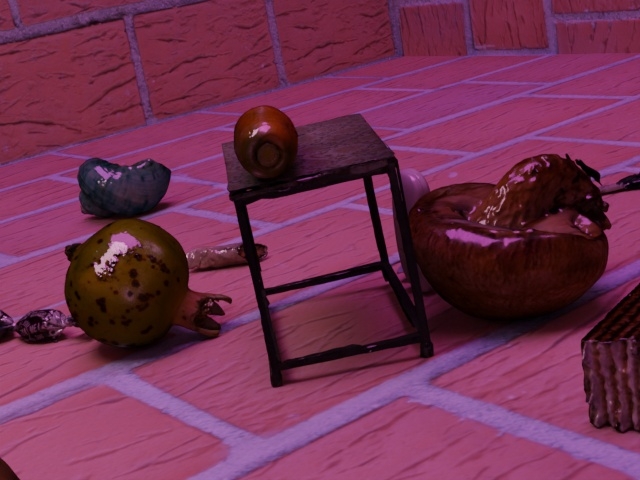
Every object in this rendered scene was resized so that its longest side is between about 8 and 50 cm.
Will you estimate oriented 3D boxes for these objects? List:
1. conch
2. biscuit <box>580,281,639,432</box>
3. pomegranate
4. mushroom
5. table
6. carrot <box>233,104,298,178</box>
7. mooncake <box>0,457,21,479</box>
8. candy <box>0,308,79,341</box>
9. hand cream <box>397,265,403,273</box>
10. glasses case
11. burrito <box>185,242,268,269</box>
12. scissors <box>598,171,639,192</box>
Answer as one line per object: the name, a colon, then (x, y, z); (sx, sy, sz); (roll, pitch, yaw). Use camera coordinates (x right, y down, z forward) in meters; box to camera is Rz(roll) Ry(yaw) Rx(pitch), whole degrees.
conch: (-0.462, -0.115, 2.533); (0.202, 0.134, 0.196); (-6, -25, 34)
biscuit: (0.366, 0.116, 1.240); (0.070, 0.106, 0.252); (1, 19, 38)
pomegranate: (-0.260, 0.065, 1.673); (0.245, 0.198, 0.198); (-2, 12, -20)
mushroom: (0.270, 0.000, 1.541); (0.283, 0.195, 0.263); (-28, 26, -6)
table: (0.000, 0.000, 1.565); (0.222, 0.272, 0.335); (-12, 16, -2)
carrot: (-0.072, -0.135, 1.434); (0.087, 0.087, 0.193); (-11, 19, -2)
mooncake: (-0.292, 0.282, 0.879); (0.234, 0.235, 0.117); (-16, 20, -19)
candy: (-0.454, 0.132, 1.796); (0.226, 0.051, 0.094); (-1, 15, 28)
hand cream: (0.221, -0.015, 1.875); (0.085, 0.058, 0.331); (0, 18, 25)
glasses case: (0.143, -0.014, 1.672); (0.049, 0.194, 0.074); (-17, 24, -21)
burrito: (-0.171, 0.027, 2.003); (0.149, 0.041, 0.055); (-7, 3, 10)
scissors: (0.540, -0.100, 2.048); (0.299, 0.022, 0.109); (-12, 12, -5)
